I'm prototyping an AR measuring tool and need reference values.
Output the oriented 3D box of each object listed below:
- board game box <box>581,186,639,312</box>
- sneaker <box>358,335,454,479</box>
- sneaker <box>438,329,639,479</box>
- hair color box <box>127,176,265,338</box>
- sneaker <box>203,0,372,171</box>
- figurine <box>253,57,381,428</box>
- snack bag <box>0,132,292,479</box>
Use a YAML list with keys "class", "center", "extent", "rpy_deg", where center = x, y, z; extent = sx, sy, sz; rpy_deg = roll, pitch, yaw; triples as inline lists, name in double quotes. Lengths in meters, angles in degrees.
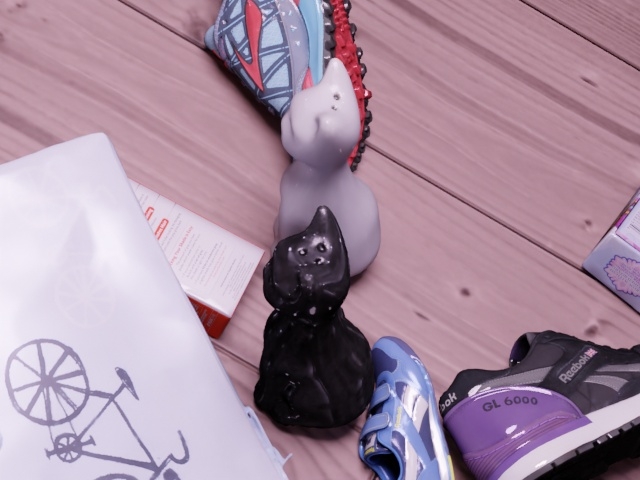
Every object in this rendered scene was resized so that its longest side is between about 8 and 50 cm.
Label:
- class: "board game box"
  center: [0.444, 0.011, 1.354]
  extent: [0.318, 0.066, 0.319]
  rpy_deg: [40, 56, 5]
- class: "sneaker"
  center: [0.058, 0.140, 1.148]
  extent: [0.059, 0.053, 0.144]
  rpy_deg: [-5, 62, -20]
- class: "sneaker"
  center: [0.221, 0.110, 1.194]
  extent: [0.283, 0.107, 0.124]
  rpy_deg: [-16, 58, -34]
- class: "hair color box"
  center: [-0.123, 0.010, 1.163]
  extent: [0.141, 0.043, 0.072]
  rpy_deg: [29, 56, -3]
- class: "sneaker"
  center: [-0.034, -0.164, 1.279]
  extent: [0.104, 0.125, 0.262]
  rpy_deg: [14, 65, -65]
- class: "figurine"
  center: [0.000, 0.000, 1.104]
  extent: [0.092, 0.209, 0.215]
  rpy_deg: [3, 58, 2]
- class: "snack bag"
  center: [-0.225, 0.103, 1.042]
  extent: [0.342, 0.037, 0.323]
  rpy_deg: [-25, 84, -31]
